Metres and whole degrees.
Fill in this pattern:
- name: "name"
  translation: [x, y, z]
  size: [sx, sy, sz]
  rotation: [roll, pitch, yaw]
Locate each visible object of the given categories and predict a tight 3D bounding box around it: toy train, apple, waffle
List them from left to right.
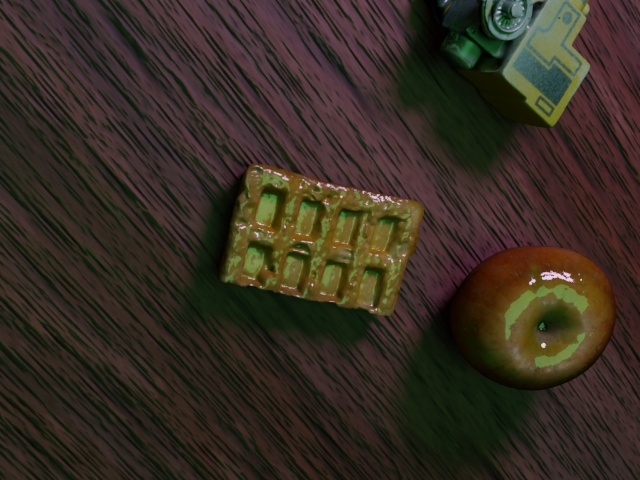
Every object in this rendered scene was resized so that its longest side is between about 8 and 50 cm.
- name: "waffle"
  translation: [0.000, 0.000, 1.382]
  size: [0.274, 0.057, 0.168]
  rotation: [12, 95, -23]
- name: "apple"
  translation: [0.301, 0.106, 1.461]
  size: [0.235, 0.173, 0.210]
  rotation: [11, 101, -14]
- name: "toy train"
  translation: [0.313, -0.366, 1.392]
  size: [0.237, 0.150, 0.369]
  rotation: [35, 87, -32]
